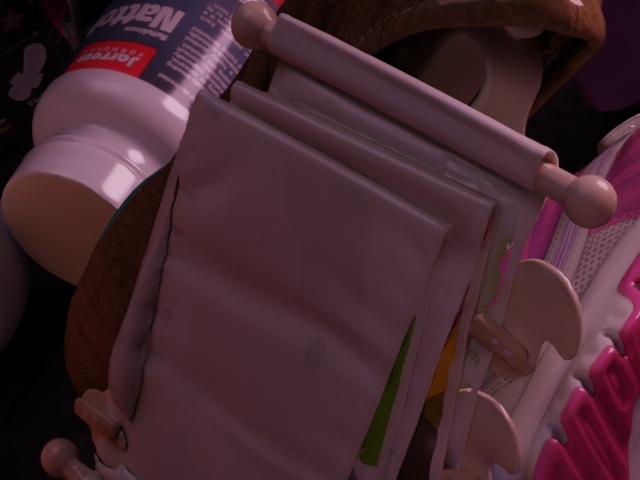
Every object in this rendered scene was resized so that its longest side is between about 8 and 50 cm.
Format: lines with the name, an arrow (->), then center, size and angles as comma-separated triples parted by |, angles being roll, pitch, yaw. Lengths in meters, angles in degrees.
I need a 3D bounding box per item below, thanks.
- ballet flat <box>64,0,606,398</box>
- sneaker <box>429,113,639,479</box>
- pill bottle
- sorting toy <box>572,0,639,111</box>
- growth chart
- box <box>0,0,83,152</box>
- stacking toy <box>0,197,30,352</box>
ballet flat -> 0.000, 0.000, 0.705 | 0.342, 0.116, 0.124 | -51, 41, 35
sneaker -> 0.114, 0.003, 0.686 | 0.111, 0.103, 0.252 | 9, 49, 48
pill bottle -> -0.086, -0.064, 0.975 | 0.108, 0.108, 0.180 | -8, 38, 37
sorting toy -> 0.270, -0.119, 0.751 | 0.365, 0.127, 0.126 | -9, 8, 40
growth chart -> -0.006, 0.041, 0.640 | 0.172, 0.237, 0.021 | 38, 32, 23
box -> -0.257, -0.157, 1.243 | 0.163, 0.142, 0.247 | -30, 30, 6
stacking toy -> -0.304, 0.088, 0.831 | 0.350, 0.350, 0.480 | -9, 23, 37
